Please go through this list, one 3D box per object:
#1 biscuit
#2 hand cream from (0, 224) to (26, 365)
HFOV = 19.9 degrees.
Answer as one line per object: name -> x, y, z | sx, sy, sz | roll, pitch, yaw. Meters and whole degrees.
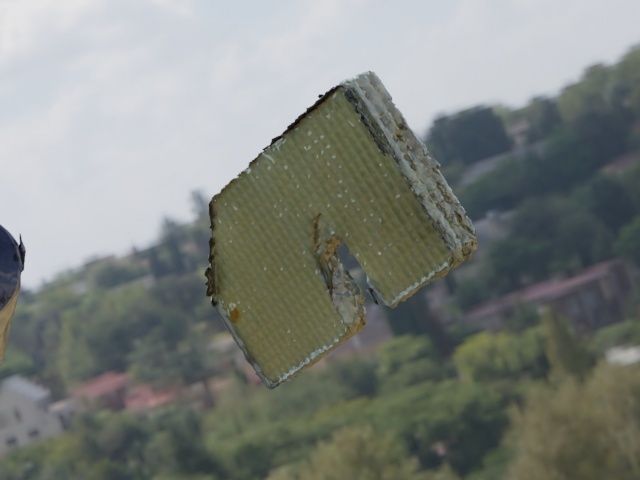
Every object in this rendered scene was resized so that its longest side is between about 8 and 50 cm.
biscuit -> 0.000, 0.000, 1.272 | 0.046, 0.147, 0.250 | -29, -8, -42
hand cream -> -0.152, 0.060, 0.739 | 0.052, 0.075, 0.248 | -5, -27, -16
